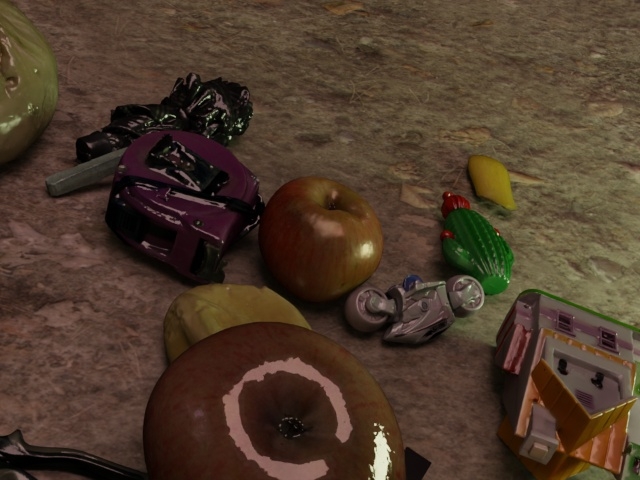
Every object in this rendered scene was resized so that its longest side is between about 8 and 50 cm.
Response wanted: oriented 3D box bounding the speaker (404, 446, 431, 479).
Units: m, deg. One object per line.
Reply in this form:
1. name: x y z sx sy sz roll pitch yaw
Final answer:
1. speaker: 0.092 0.365 1.434 0.046 0.040 0.191 33 42 10

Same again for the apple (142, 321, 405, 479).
1. apple: -0.054 0.260 1.269 0.345 0.269 0.344 -1 70 2

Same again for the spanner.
1. spanner: -0.365 0.289 1.320 0.325 0.040 0.095 18 42 -6

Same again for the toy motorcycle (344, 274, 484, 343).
1. toy motorcycle: 0.158 0.115 1.703 0.254 0.112 0.112 -5 47 -26

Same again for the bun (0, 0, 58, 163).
1. bun: -0.587 -0.285 1.706 0.326 0.234 0.362 -5 54 -35

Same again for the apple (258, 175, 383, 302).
1. apple: 0.000 0.000 1.695 0.210 0.164 0.209 14 36 -11

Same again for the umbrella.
1. umbrella: -0.279 -0.217 1.842 0.337 0.128 0.154 -12 55 -29

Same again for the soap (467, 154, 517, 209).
1. soap: 0.335 -0.111 2.056 0.089 0.033 0.168 10 42 -10

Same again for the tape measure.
1. tape measure: -0.214 -0.067 1.684 0.245 0.149 0.231 23 42 1

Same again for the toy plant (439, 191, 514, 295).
1. toy plant: 0.280 0.004 1.874 0.155 0.088 0.240 30 29 -9

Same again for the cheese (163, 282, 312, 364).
1. cheese: -0.112 0.148 1.528 0.214 0.117 0.226 -2 41 -34

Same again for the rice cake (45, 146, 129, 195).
1. rice cake: -0.370 -0.117 1.728 0.171 0.033 0.029 -25 41 -20

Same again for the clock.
1. clock: 0.381 0.246 1.596 0.235 0.166 0.309 22 33 0
